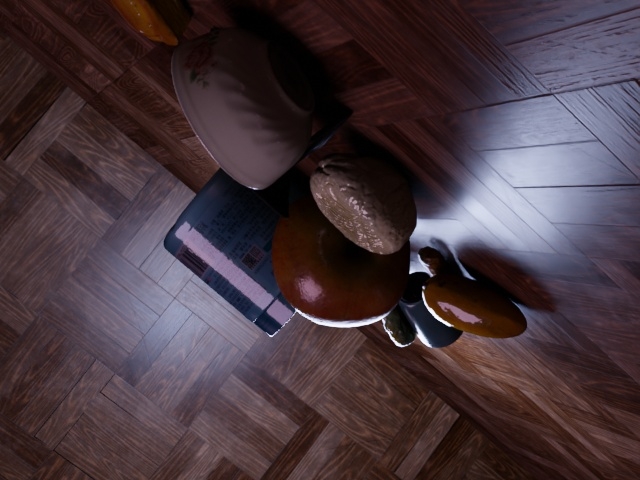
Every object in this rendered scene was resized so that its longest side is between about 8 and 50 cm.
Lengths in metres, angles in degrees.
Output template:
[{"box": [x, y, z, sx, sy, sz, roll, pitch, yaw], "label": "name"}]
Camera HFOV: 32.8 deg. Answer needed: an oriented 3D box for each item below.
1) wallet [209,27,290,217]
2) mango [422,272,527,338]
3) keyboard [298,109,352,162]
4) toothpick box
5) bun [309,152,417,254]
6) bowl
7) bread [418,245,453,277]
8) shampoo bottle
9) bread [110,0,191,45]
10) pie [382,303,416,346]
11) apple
[{"box": [-0.126, -0.204, 1.919, 0.247, 0.041, 0.322, 47, -151, -36], "label": "wallet"}, {"box": [0.318, 0.137, 2.228, 0.227, 0.109, 0.147, 21, 169, 20], "label": "mango"}, {"box": [-0.011, -0.169, 2.013, 0.041, 0.103, 0.381, 52, 168, 5], "label": "keyboard"}, {"box": [0.251, 0.157, 2.512, 0.120, 0.120, 0.184, 28, 164, 44], "label": "toothpick box"}, {"box": [0.083, -0.082, 1.977, 0.220, 0.134, 0.220, 40, 165, 13], "label": "bun"}, {"box": [-0.104, -0.235, 1.772, 0.277, 0.145, 0.277, 45, -153, -31], "label": "bowl"}, {"box": [0.250, 0.062, 2.298, 0.052, 0.044, 0.157, 34, 170, 37], "label": "bread"}, {"box": [-0.145, -0.005, 2.561, 0.343, 0.331, 0.331, 39, 170, -3], "label": "shampoo bottle"}, {"box": [-0.307, -0.431, 1.901, 0.102, 0.094, 0.245, 27, 166, 25], "label": "bread"}, {"box": [0.172, 0.138, 2.579, 0.240, 0.054, 0.240, -19, -90, -76], "label": "pie"}, {"box": [0.038, 0.039, 2.188, 0.302, 0.301, 0.301, 37, 170, 7], "label": "apple"}]
